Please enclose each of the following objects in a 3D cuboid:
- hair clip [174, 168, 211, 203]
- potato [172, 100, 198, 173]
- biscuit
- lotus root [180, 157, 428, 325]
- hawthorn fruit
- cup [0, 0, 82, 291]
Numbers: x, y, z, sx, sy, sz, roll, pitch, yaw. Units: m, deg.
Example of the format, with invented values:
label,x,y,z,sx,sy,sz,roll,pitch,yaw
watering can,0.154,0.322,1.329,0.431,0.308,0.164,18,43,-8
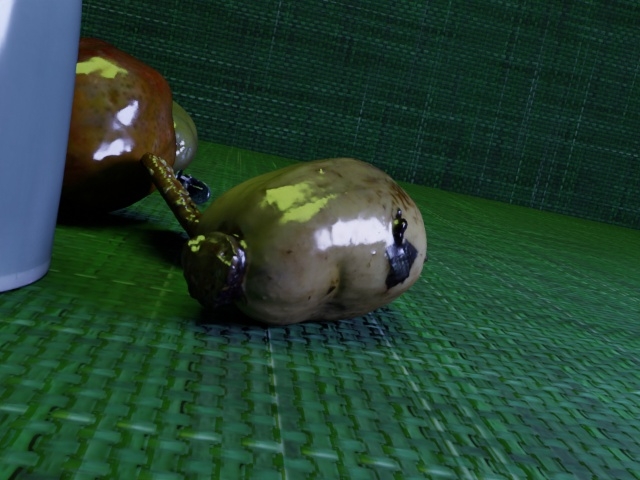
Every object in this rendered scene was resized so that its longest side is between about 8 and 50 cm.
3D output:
label,x,y,z,sx,sy,sz,roll,pitch,yaw
hair clip,-0.263,-0.099,1.195,0.070,0.039,0.230,30,-9,-39
potato,-0.292,-0.185,1.323,0.157,0.157,0.194,6,10,-34
biscuit,-0.148,-0.039,0.777,0.025,0.126,0.206,-34,23,-9
lotus root,0.000,0.000,0.617,0.155,0.139,0.257,11,13,37
hawthorn fruit,-0.289,-0.124,0.845,0.208,0.207,0.248,16,28,20
cup,-0.361,-0.137,0.549,0.357,0.274,0.259,15,9,12
